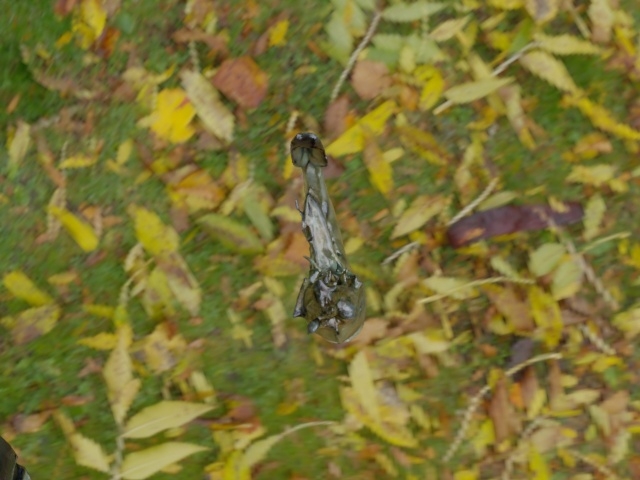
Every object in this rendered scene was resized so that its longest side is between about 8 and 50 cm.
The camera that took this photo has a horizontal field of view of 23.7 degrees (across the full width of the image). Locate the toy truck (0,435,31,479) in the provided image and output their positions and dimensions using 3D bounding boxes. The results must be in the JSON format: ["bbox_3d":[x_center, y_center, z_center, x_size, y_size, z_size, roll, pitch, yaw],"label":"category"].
[{"bbox_3d":[-0.081,0.147,0.410,0.208,0.126,0.113,35,33,-22],"label":"toy truck"}]

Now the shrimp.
[{"bbox_3d":[0.000,0.000,1.048,0.051,0.217,0.150,-8,93,0],"label":"shrimp"}]
